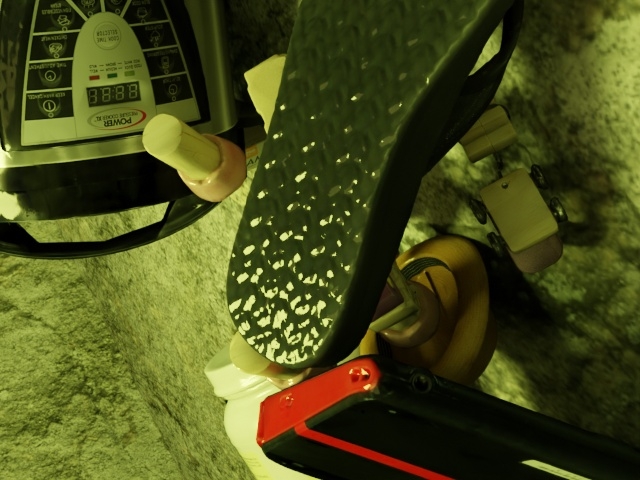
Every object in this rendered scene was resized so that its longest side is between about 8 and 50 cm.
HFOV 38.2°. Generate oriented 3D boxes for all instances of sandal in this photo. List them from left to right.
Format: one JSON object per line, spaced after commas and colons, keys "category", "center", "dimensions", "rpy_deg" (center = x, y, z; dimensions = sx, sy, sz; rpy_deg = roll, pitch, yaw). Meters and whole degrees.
{"category": "sandal", "center": [0.053, -0.113, 0.693], "dimensions": [0.167, 0.107, 0.446], "rpy_deg": [38, 113, 35]}

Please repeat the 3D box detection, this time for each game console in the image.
{"category": "game console", "center": [0.153, 0.195, 0.791], "dimensions": [0.386, 0.060, 0.342], "rpy_deg": [21, 155, -12]}

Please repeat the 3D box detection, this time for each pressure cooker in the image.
{"category": "pressure cooker", "center": [-0.274, -0.186, 1.048], "dimensions": [0.369, 0.375, 0.420], "rpy_deg": [3, 107, 23]}

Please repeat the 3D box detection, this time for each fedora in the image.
{"category": "fedora", "center": [0.121, 0.090, 0.939], "dimensions": [0.079, 0.194, 0.194], "rpy_deg": [28, 175, -31]}

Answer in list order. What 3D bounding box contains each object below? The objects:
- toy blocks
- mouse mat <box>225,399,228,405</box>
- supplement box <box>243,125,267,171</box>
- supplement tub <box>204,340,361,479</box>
{"category": "toy blocks", "center": [0.048, -0.030, 0.893], "dimensions": [0.289, 0.309, 0.260], "rpy_deg": [66, -168, 20]}
{"category": "mouse mat", "center": [-0.030, 0.264, 1.372], "dimensions": [0.152, 0.189, 0.007], "rpy_deg": [38, 122, 43]}
{"category": "supplement box", "center": [-0.110, -0.132, 1.227], "dimensions": [0.098, 0.062, 0.036], "rpy_deg": [40, 149, 41]}
{"category": "supplement tub", "center": [0.035, 0.230, 1.084], "dimensions": [0.325, 0.235, 0.235], "rpy_deg": [57, 157, -6]}
